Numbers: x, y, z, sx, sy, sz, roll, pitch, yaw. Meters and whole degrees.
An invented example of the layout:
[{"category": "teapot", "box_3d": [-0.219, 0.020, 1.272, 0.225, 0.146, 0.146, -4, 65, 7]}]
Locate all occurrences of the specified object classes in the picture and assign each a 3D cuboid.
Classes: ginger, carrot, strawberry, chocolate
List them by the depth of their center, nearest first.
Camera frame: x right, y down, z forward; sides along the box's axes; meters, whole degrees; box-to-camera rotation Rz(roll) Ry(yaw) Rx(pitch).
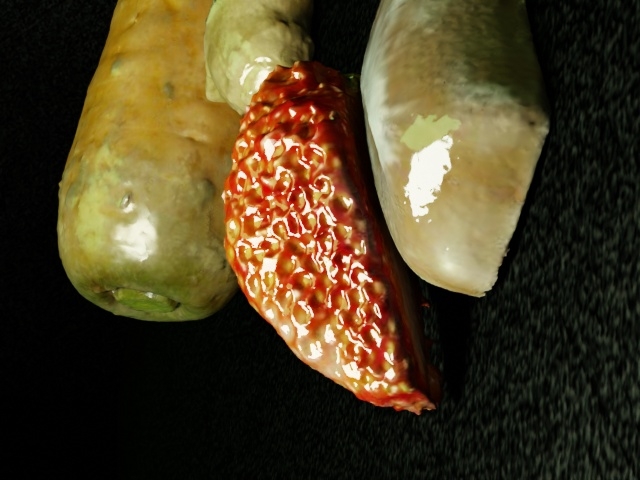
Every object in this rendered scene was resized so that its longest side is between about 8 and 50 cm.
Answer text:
[{"category": "chocolate", "box_3d": [0.062, -0.089, 1.135, 0.254, 0.080, 0.157, -94, 14, -49]}, {"category": "strawberry", "box_3d": [-0.003, -0.005, 1.199, 0.236, 0.107, 0.175, -89, -24, -51]}, {"category": "ginger", "box_3d": [-0.041, -0.208, 1.863, 0.122, 0.115, 0.193, 33, 110, 56]}, {"category": "carrot", "box_3d": [-0.153, -0.093, 2.025, 0.224, 0.224, 0.340, 125, 154, -71]}]
